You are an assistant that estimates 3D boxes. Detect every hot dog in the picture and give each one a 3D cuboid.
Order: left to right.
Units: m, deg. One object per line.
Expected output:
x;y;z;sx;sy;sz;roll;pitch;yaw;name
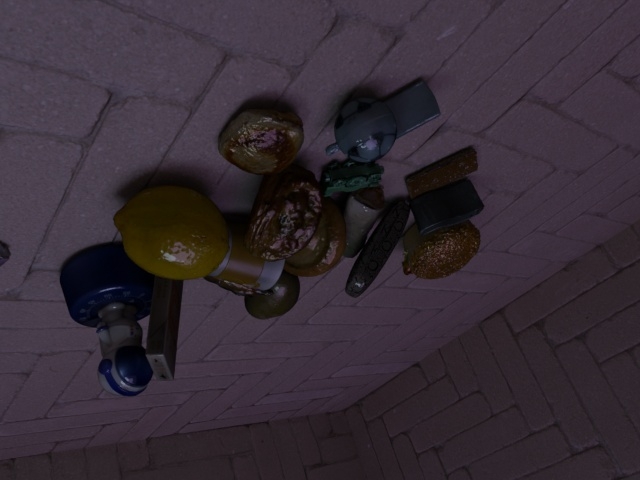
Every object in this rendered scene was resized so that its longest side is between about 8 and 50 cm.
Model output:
-0.102;-0.062;1.460;0.196;0.122;0.272;10;109;-39;hot dog

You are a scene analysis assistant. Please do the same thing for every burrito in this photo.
0.114;-0.051;1.727;0.143;0.105;0.299;-39;164;-32;burrito

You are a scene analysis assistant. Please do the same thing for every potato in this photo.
-0.157;0.171;1.899;0.174;0.159;0.251;-27;153;-44;potato

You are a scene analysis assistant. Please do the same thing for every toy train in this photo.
0.087;-0.173;1.555;0.178;0.071;0.105;-10;157;-17;toy train

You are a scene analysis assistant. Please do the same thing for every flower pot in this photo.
0.402;-0.105;1.813;0.229;0.108;0.103;-17;163;-13;flower pot

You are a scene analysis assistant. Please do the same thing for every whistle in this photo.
0.137;-0.277;1.323;0.289;0.164;0.163;-29;151;12;whistle

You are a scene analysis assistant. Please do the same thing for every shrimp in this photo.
-0.277;0.134;1.746;0.254;0.059;0.145;23;162;-14;shrimp

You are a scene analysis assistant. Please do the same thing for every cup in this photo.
-0.249;0.039;1.619;0.226;0.186;0.241;13;168;-38;cup

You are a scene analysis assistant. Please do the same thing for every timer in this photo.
-0.539;0.234;1.515;0.270;0.384;0.270;-16;152;-9;timer

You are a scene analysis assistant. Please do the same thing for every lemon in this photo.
-0.350;-0.017;1.369;0.263;0.236;0.236;-4;149;-49;lemon

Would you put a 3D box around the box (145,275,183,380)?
-0.411;0.170;1.510;0.051;0.365;0.205;2;148;-6;box

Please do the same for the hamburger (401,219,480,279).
0.432;0.026;2.006;0.275;0.179;0.294;-1;146;-31;hamburger

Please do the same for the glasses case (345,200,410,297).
0.181;0.024;1.751;0.355;0.085;0.137;-57;175;-25;glasses case

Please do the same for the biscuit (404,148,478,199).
0.373;-0.205;1.729;0.230;0.025;0.131;-24;154;6;biscuit

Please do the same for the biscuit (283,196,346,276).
-0.033;-0.003;1.651;0.274;0.213;0.091;-47;167;27;biscuit

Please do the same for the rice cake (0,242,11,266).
-0.863;0.092;1.402;0.269;0.055;0.049;-35;153;21;rice cake

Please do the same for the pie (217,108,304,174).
-0.132;-0.228;1.300;0.178;0.084;0.205;11;141;-45;pie
